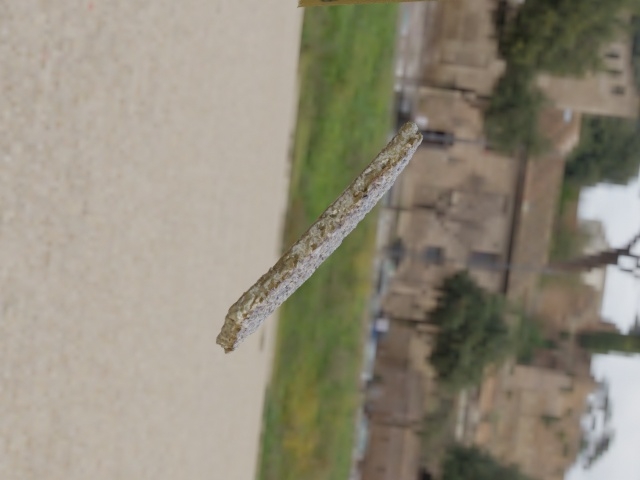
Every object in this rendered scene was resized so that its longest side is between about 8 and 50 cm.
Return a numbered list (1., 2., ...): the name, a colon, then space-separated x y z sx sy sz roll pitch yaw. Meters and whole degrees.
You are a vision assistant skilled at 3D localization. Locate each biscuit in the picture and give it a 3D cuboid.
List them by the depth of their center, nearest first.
1. biscuit: 0.000 0.000 1.355 0.231 0.025 0.131 -46 176 -17

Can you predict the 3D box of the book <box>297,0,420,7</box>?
1. book: 0.174 -0.276 1.573 0.269 0.389 0.032 110 -23 -83
